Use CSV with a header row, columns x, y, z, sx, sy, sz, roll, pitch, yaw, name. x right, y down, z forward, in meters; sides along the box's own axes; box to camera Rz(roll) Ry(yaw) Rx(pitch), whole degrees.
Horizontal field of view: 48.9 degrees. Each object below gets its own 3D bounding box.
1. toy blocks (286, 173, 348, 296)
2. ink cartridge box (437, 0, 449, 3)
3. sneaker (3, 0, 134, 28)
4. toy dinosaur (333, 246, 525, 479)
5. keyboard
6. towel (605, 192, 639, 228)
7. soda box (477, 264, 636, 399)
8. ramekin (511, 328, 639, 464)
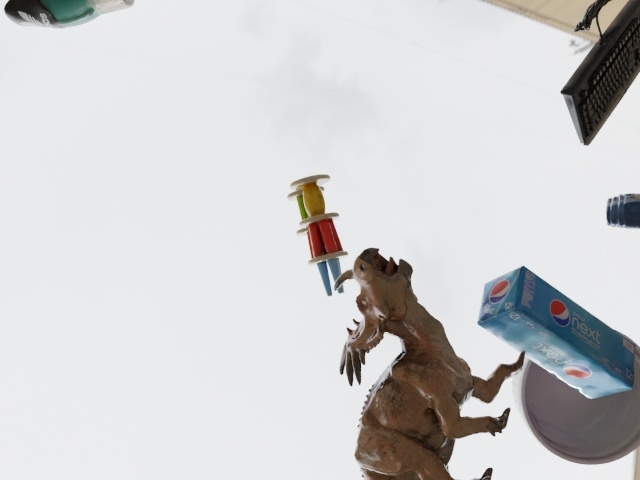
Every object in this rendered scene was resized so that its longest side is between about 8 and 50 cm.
x,y,z,sx,sy,sz,roll,pitch,yaw,name
0.000,0.000,0.905,0.054,0.123,0.148,-12,-97,-7,toy blocks
0.238,-0.388,0.687,0.307,0.129,0.223,-9,-88,18,ink cartridge box
-0.265,-0.338,0.635,0.121,0.108,0.302,-16,-96,3,sneaker
0.083,0.172,0.710,0.200,0.127,0.296,15,-95,18,toy dinosaur
0.497,-0.329,1.210,0.317,0.033,0.201,-50,-57,-27,keyboard
0.323,-0.027,0.639,0.067,0.119,0.029,-27,-63,-63,towel
0.303,0.121,0.900,0.210,0.071,0.067,34,-127,-17,soda box
0.395,0.228,1.082,0.207,0.109,0.207,0,-93,0,ramekin
